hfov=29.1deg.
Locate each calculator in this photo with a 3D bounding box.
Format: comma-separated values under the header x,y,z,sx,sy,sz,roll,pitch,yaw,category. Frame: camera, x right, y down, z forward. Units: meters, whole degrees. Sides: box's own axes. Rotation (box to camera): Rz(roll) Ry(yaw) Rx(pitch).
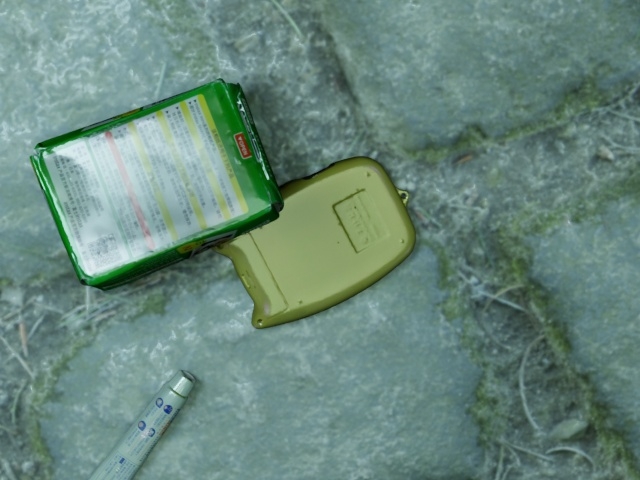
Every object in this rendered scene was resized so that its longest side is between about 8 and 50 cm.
x,y,z,sx,sy,sz,roll,pitch,yaw,category
0.000,0.000,1.443,0.236,0.033,0.157,-29,97,-3,calculator

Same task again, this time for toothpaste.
x,y,z,sx,sy,sz,roll,pitch,yaw,category
-0.220,0.244,1.455,0.052,0.033,0.218,37,95,-4,toothpaste

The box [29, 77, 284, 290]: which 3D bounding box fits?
x,y,z,sx,sy,sz,roll,pitch,yaw,category
-0.180,-0.064,1.372,0.250,0.103,0.180,-21,85,0,box
